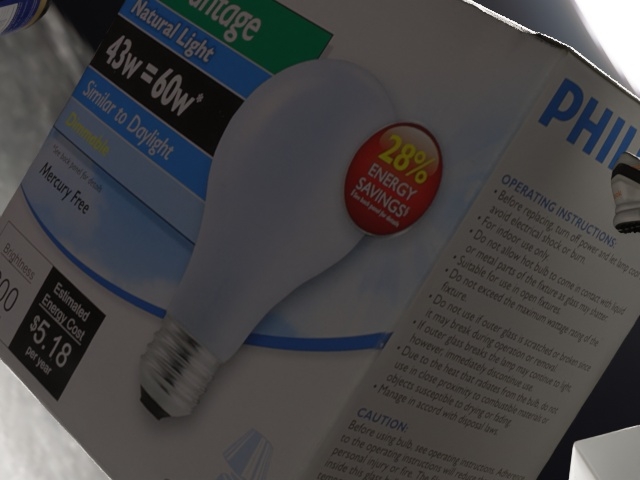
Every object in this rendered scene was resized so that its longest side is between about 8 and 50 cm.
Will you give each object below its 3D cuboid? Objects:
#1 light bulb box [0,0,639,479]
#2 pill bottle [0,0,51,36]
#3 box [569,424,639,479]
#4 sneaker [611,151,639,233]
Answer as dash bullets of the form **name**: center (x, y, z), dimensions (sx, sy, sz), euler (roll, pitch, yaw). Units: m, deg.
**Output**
- **light bulb box**: center (0.000, 0.000, 0.968), dimensions (0.358, 0.361, 0.225), euler (36, 8, 41)
- **pill bottle**: center (-0.342, -0.227, 1.285), dimensions (0.122, 0.123, 0.219), euler (59, 31, -2)
- **box**: center (0.252, 0.220, 1.055), dimensions (0.091, 0.130, 0.170), euler (-119, -157, -50)
- **sneaker**: center (0.205, -0.034, 0.764), dimensions (0.040, 0.109, 0.043), euler (103, -21, -75)
